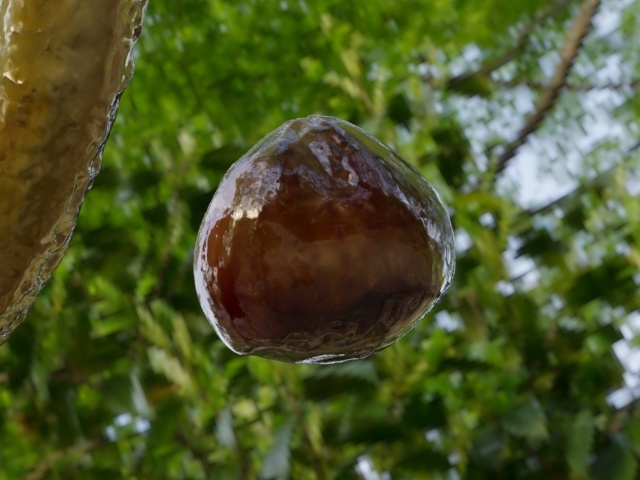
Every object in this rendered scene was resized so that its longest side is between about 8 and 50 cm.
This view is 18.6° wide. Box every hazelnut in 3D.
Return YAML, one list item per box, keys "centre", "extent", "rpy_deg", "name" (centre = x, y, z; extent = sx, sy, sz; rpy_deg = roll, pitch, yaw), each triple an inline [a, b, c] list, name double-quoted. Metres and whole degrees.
- centre: [0.000, 0.000, 1.388]
  extent: [0.204, 0.178, 0.178]
  rpy_deg: [-19, -35, -35]
  name: "hazelnut"

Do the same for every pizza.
- centre: [-0.157, -0.061, 0.842]
  extent: [0.268, 0.258, 0.087]
  rpy_deg: [-19, -7, 34]
  name: "pizza"
